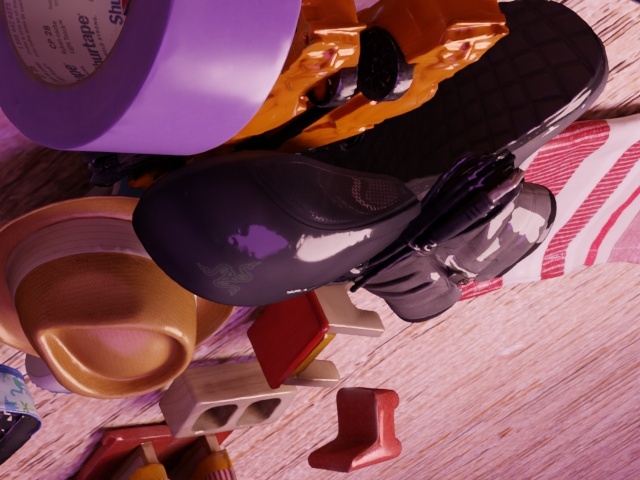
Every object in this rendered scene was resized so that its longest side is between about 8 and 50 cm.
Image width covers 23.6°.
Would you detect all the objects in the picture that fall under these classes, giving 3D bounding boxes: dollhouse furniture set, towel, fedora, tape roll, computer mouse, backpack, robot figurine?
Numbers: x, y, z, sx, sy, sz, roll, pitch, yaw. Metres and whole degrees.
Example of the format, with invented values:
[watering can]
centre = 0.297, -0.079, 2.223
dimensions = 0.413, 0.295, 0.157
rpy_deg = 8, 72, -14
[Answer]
[dollhouse furniture set]
centre = -0.075, 0.210, 1.405
dimensions = 0.152, 0.201, 0.374
rpy_deg = -4, 146, -38
[towel]
centre = 0.248, -0.035, 1.441
dimensions = 0.329, 0.037, 0.237
rpy_deg = -10, 148, -33
[fedora]
centre = -0.146, 0.052, 1.052
dimensions = 0.194, 0.079, 0.194
rpy_deg = -7, 138, -7
[tape roll]
centre = -0.098, -0.139, 0.787
dimensions = 0.080, 0.189, 0.189
rpy_deg = 1, 142, -42
[computer mouse]
centre = 0.000, 0.000, 1.010
dimensions = 0.272, 0.072, 0.188
rpy_deg = 3, 153, -45
[backpack]
centre = -0.287, 0.138, 1.214
dimensions = 0.114, 0.084, 0.105
rpy_deg = -35, 151, 22
[robot figurine]
centre = -0.028, -0.099, 0.960
dimensions = 0.211, 0.085, 0.291
rpy_deg = -7, 170, -35

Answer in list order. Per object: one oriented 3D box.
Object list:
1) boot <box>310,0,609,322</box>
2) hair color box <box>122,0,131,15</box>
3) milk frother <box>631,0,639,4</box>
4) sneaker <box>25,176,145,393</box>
[boot]
centre = 0.124, -0.056, 1.210
dimensions = 0.338, 0.118, 0.222
rpy_deg = -31, 149, 33
[hair color box]
centre = -0.054, -0.176, 0.922
dimensions = 0.141, 0.043, 0.072
rpy_deg = -9, 148, -33
[milk frother]
centre = 0.218, -0.234, 1.031
dimensions = 0.143, 0.129, 0.135
rpy_deg = 28, 134, -5
[sneaker]
centre = -0.171, 0.026, 1.140
dimensions = 0.092, 0.087, 0.229
rpy_deg = 12, 129, -37
